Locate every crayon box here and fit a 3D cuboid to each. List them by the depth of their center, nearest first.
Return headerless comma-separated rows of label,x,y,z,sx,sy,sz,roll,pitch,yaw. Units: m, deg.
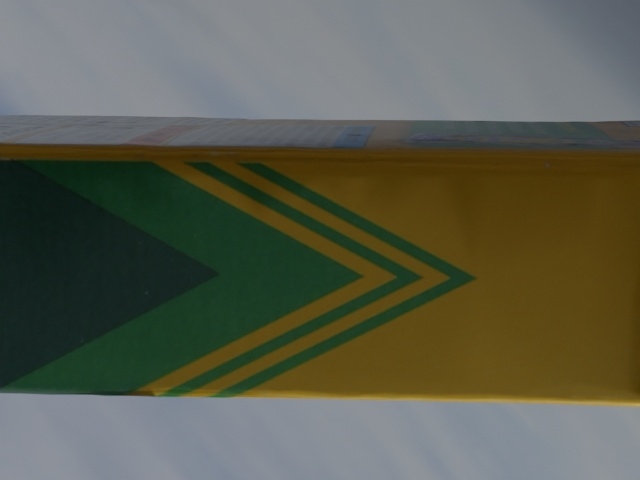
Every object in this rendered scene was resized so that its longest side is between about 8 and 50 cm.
crayon box,0.000,0.000,0.669,0.323,0.083,0.203,0,-174,4
